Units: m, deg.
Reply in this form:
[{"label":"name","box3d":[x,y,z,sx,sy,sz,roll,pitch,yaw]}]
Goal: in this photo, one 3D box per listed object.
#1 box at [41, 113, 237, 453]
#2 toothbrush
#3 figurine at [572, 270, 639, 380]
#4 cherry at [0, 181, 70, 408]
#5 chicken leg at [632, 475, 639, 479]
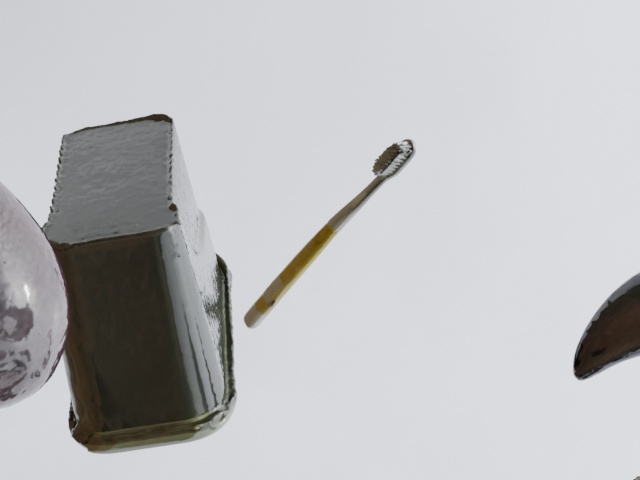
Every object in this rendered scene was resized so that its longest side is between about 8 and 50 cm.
[{"label":"box","box3d":[-0.144,0.020,1.033,0.274,0.138,0.178,-106,-173,-62]},{"label":"toothbrush","box3d":[0.000,0.000,1.219,0.288,0.024,0.021,-48,-119,37]},{"label":"figurine","box3d":[0.235,0.044,0.559,0.175,0.265,0.197,41,-68,31]},{"label":"cherry","box3d":[-0.226,0.029,0.691,0.176,0.140,0.176,0,-89,2]},{"label":"chicken leg","box3d":[0.273,0.233,1.066,0.207,0.085,0.101,-46,-159,10]}]
